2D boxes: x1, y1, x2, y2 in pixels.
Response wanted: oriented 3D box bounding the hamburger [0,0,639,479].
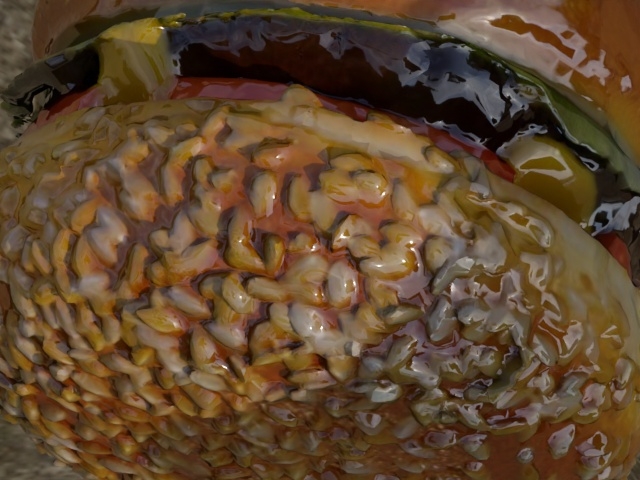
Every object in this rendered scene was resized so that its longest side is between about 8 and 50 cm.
[{"bbox_3d":[0.000,0.000,0.838,0.330,0.330,0.250,8,68,8],"label":"hamburger"}]
